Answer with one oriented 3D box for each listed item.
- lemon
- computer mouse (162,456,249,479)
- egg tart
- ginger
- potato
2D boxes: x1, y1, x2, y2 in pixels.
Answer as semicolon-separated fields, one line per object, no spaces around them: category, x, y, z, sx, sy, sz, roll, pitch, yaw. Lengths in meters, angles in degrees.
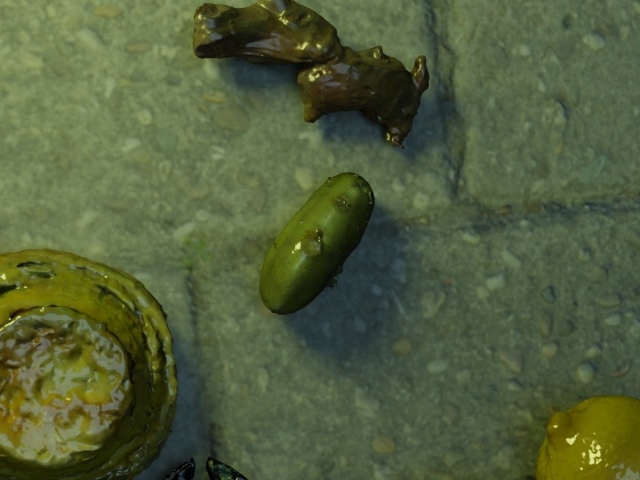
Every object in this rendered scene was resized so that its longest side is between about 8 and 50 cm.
lemon;0.350;0.279;1.403;0.244;0.187;0.187;36;79;-19
computer mouse;-0.125;0.355;1.300;0.146;0.077;0.241;-2;87;-18
egg tart;-0.280;0.142;1.228;0.294;0.123;0.294;0;89;-17
ginger;-0.012;-0.200;1.351;0.290;0.084;0.122;21;105;-21
potato;0.000;0.000;1.335;0.085;0.105;0.188;34;66;3
